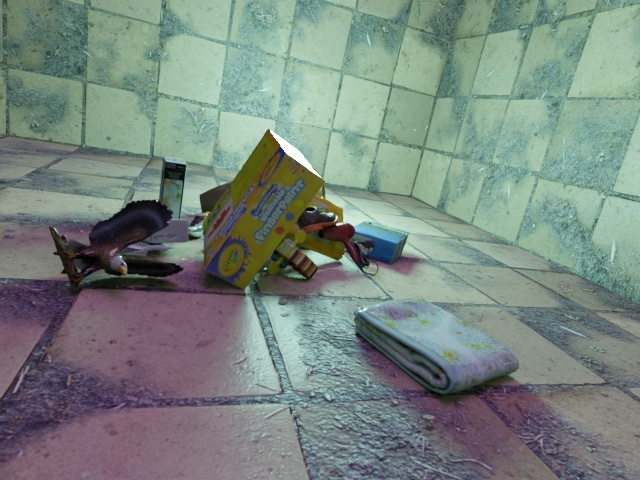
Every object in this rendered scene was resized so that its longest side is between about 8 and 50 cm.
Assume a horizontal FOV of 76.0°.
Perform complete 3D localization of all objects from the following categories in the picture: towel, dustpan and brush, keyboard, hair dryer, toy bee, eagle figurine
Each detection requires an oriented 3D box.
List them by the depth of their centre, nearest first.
[{"bbox_3d":[0.316,0.277,1.162,0.320,0.090,0.374,-1,21,-36],"label":"towel"},{"bbox_3d":[-0.567,0.034,1.164,0.298,0.226,0.225,-24,73,-38],"label":"eagle figurine"},{"bbox_3d":[-0.611,0.031,1.393,0.211,0.060,0.147,9,16,-9],"label":"dustpan and brush"},{"bbox_3d":[-0.153,0.034,1.509,0.298,0.195,0.162,11,-26,16],"label":"toy bee"},{"bbox_3d":[-0.236,0.097,1.528,0.072,0.014,0.256,30,24,36],"label":"keyboard"},{"bbox_3d":[0.125,0.010,1.733,0.293,0.080,0.224,24,32,-14],"label":"hair dryer"}]

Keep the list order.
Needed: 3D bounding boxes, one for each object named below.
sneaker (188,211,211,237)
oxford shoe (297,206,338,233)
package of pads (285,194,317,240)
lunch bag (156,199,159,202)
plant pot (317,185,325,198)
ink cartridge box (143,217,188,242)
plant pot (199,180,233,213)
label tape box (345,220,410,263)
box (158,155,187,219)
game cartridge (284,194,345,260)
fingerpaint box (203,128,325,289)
[{"bbox_3d":[-0.527,-0.072,1.749,0.088,0.093,0.225,14,17,9],"label":"sneaker"},{"bbox_3d":[-0.006,-0.096,1.661,0.096,0.099,0.271,-15,4,26],"label":"oxford shoe"},{"bbox_3d":[-0.119,-0.107,1.880,0.101,0.229,0.296,4,15,39],"label":"package of pads"},{"bbox_3d":[-0.736,-0.149,1.909,0.065,0.067,0.098,2,20,-29],"label":"lunch bag"},{"bbox_3d":[-0.102,-0.247,2.469,0.254,0.237,0.237,-1,15,7],"label":"plant pot"},{"bbox_3d":[-0.608,-0.043,1.515,0.208,0.087,0.153,7,6,38],"label":"ink cartridge box"},{"bbox_3d":[-0.477,-0.189,2.041,0.230,0.216,0.215,-11,23,-19],"label":"plant pot"},{"bbox_3d":[0.294,-0.003,2.064,0.249,0.115,0.347,18,14,19],"label":"label tape box"},{"bbox_3d":[-0.644,-0.205,1.766,0.087,0.290,0.169,6,15,-25],"label":"box"},{"bbox_3d":[-0.025,-0.085,1.775,0.323,0.052,0.286,23,50,-32],"label":"game cartridge"},{"bbox_3d":[-0.215,-0.120,1.402,0.163,0.445,0.371,31,13,-27],"label":"fingerpaint box"}]
